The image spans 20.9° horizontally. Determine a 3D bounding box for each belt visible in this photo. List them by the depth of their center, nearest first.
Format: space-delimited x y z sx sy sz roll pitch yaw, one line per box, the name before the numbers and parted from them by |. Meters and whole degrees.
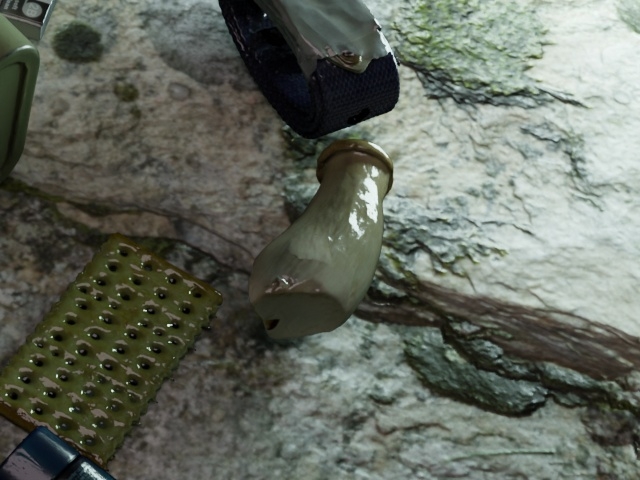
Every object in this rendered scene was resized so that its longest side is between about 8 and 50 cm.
belt | -0.007 -0.218 1.817 0.126 0.140 0.230 -20 61 -25

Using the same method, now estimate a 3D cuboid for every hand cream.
hand cream | -0.166 0.273 1.494 0.270 0.061 0.120 38 57 7

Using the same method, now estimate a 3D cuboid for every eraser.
eraser | -0.303 -0.268 1.843 0.052 0.029 0.122 17 54 -3

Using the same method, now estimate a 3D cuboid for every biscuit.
biscuit | -0.198 0.100 1.627 0.139 0.016 0.231 30 54 8

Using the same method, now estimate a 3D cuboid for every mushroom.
mushroom | 0.007 0.007 1.696 0.108 0.096 0.247 26 49 4

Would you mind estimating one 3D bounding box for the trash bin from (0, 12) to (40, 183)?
trash bin | -0.391 -0.178 1.631 0.247 0.243 0.121 43 55 12
